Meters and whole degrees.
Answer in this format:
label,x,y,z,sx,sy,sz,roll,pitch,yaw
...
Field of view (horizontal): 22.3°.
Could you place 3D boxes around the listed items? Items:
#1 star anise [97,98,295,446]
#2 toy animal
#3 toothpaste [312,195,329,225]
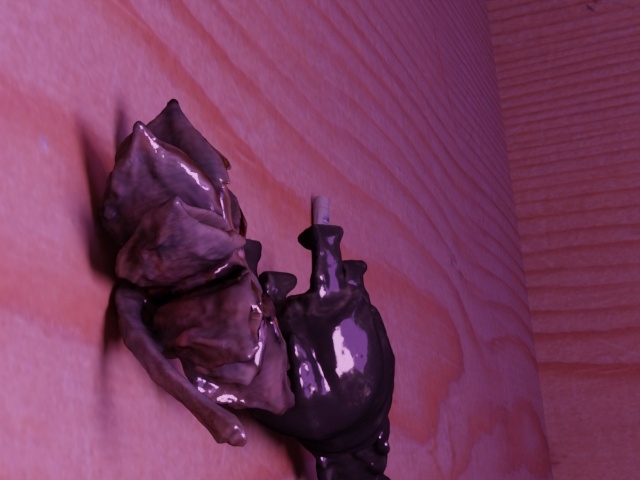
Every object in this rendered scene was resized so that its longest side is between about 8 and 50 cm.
label,x,y,z,sx,sy,sz,roll,pitch,yaw
star anise,-0.076,0.027,0.956,0.231,0.089,0.209,-75,142,-73
toy animal,0.007,0.103,1.212,0.343,0.106,0.168,68,14,-62
toothpaste,0.000,0.000,1.461,0.024,0.015,0.083,46,41,-55
